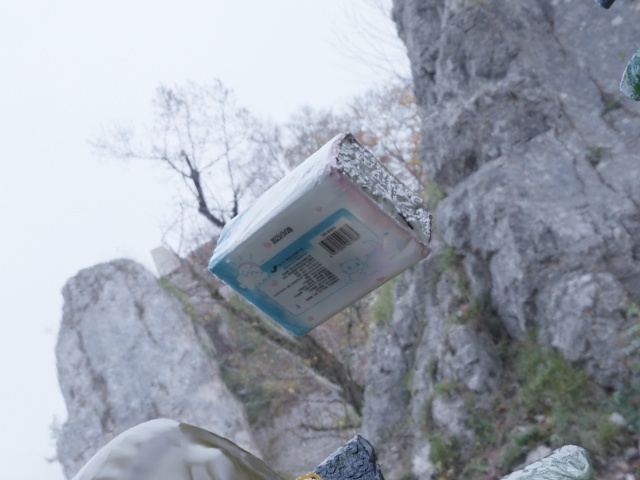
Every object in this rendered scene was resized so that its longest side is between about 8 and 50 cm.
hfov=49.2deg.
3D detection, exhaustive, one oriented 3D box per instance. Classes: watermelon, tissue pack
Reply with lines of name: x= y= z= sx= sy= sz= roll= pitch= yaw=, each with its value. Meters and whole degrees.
watermelon: x=0.458 y=-0.231 z=0.905 sx=0.080 sy=0.101 sz=0.155 roll=-8 pitch=-22 yaw=-49
tissue pack: x=-0.002 y=-0.001 z=0.996 sx=0.201 sy=0.124 sz=0.271 roll=38 pitch=-55 yaw=-26

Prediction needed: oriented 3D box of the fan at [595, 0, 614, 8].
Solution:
fan: x=0.288 y=-0.269 z=0.703 sx=0.016 sy=0.038 sz=0.193 roll=-60 pitch=-1 yaw=40

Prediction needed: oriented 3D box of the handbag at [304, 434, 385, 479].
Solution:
handbag: x=0.038 y=0.406 z=0.909 sx=0.175 sy=0.270 sz=0.089 roll=-33 pitch=-37 yaw=13

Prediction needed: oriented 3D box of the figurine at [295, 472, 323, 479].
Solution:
figurine: x=-0.064 y=0.319 z=0.653 sx=0.262 sy=0.153 sz=0.180 roll=-17 pitch=-16 yaw=-48

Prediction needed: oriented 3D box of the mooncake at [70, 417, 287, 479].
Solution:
mooncake: x=-0.065 y=0.205 z=0.389 sx=0.117 sy=0.234 sz=0.235 roll=-47 pitch=-27 yaw=19

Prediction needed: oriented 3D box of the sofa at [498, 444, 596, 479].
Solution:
sofa: x=0.287 y=0.404 z=0.857 sx=0.210 sy=0.225 sz=0.176 roll=-23 pitch=21 yaw=-6
